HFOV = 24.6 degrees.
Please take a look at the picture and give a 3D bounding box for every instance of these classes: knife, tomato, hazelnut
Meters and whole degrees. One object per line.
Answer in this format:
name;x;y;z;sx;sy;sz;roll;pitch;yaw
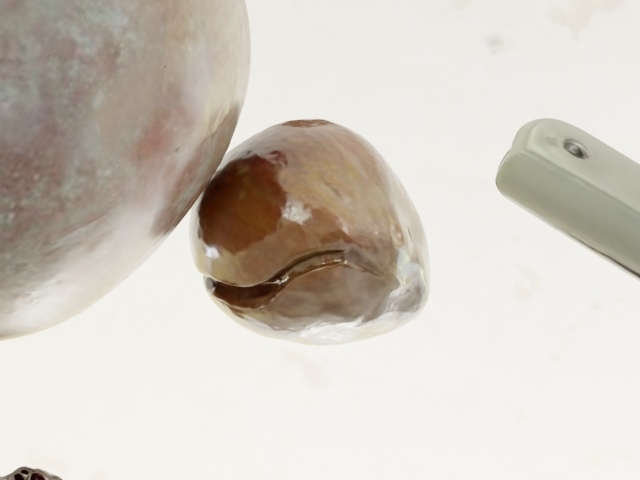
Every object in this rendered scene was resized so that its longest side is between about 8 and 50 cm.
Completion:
knife;0.210;0.016;0.718;0.266;0.073;0.040;28;-47;3
tomato;-0.197;-0.100;0.795;0.317;0.316;0.282;3;4;-11
hazelnut;0.000;0.000;0.880;0.143;0.143;0.154;-23;-41;27

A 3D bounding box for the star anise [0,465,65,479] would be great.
star anise;-0.276;0.235;1.064;0.220;0.125;0.190;-30;-1;-5
